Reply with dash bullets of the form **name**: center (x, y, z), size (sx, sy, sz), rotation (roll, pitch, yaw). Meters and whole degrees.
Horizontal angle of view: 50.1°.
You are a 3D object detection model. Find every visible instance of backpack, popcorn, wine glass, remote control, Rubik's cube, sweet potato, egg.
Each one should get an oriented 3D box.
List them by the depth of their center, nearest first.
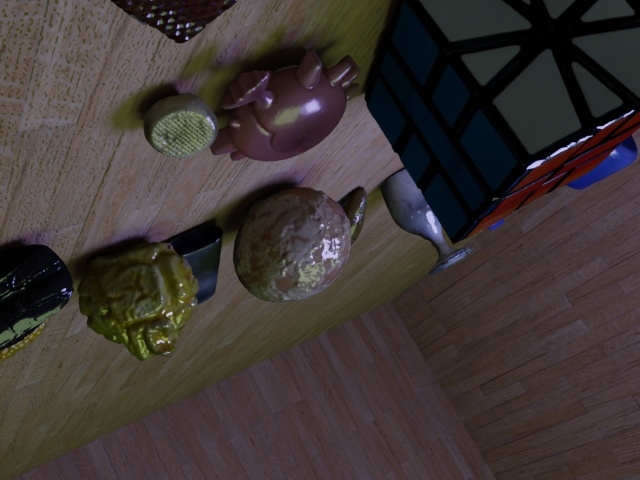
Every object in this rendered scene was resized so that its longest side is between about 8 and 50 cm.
- **backpack**: center (-0.416, 0.077, 0.916), size (0.165, 0.120, 0.106), rotation (-25, -173, -20)
- **Rubik's cube**: center (0.262, -0.209, 0.946), size (0.293, 0.289, 0.283), rotation (-24, 165, -17)
- **popcorn**: center (-0.294, 0.088, 1.119), size (0.187, 0.167, 0.185), rotation (6, -150, 27)
- **egg**: center (-0.054, 0.011, 1.254), size (0.245, 0.203, 0.203), rotation (-38, 165, 25)
- **remote control**: center (-0.251, 0.064, 1.360), size (0.107, 0.044, 0.377), rotation (-28, 167, -19)
- **sweet potato**: center (-0.001, 0.002, 1.568), size (0.310, 0.098, 0.124), rotation (-36, 159, 9)
- **wine glass**: center (0.239, -0.048, 1.573), size (0.126, 0.241, 0.126), rotation (-27, 166, -7)

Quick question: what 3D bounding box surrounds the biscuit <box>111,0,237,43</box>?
- **biscuit**: center (-0.002, -0.299, 0.508), size (0.388, 0.073, 0.107), rotation (-33, 168, 14)

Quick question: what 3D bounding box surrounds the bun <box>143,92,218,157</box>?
- **bun**: center (-0.163, -0.137, 0.791), size (0.086, 0.055, 0.086), rotation (-12, 143, -10)

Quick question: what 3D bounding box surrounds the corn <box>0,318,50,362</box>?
- **corn**: center (-0.536, 0.172, 1.031), size (0.291, 0.101, 0.101), rotation (-30, 167, 4)

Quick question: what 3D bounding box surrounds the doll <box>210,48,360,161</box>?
- **doll**: center (-0.045, -0.163, 0.871), size (0.211, 0.093, 0.262), rotation (-32, 167, 20)

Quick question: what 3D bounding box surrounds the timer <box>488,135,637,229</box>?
- **timer**: center (0.428, -0.167, 1.454), size (0.383, 0.270, 0.270), rotation (-41, 163, 33)
